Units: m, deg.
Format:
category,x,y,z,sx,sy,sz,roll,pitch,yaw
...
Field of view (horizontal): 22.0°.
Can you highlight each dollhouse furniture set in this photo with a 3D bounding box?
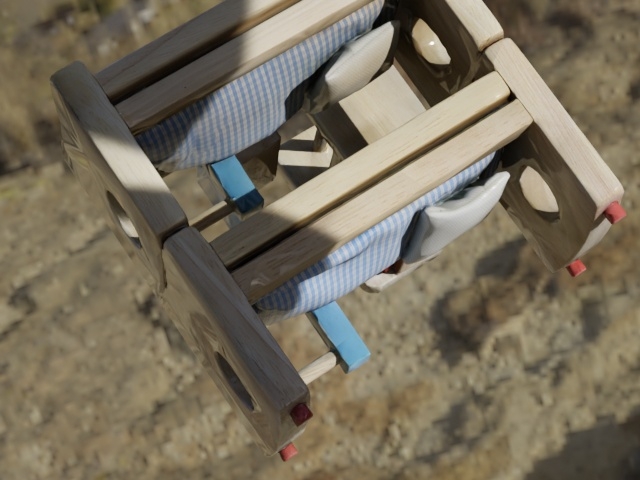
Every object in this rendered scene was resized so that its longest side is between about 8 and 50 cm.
category,x,y,z,sx,sy,sz,roll,pitch,yaw
dollhouse furniture set,0.000,0.000,0.575,0.129,0.129,0.184,-31,-14,-15
